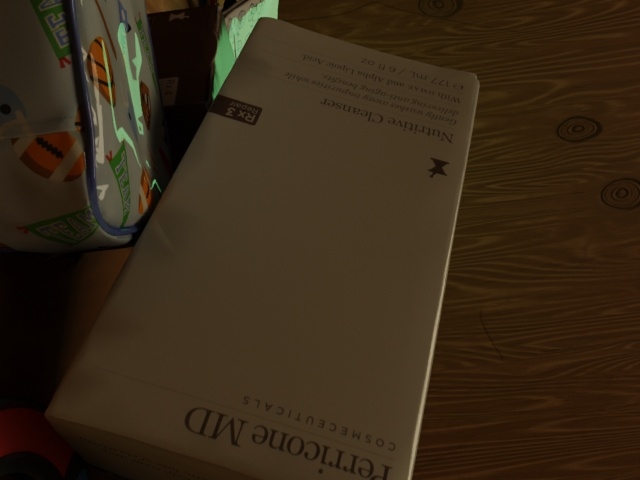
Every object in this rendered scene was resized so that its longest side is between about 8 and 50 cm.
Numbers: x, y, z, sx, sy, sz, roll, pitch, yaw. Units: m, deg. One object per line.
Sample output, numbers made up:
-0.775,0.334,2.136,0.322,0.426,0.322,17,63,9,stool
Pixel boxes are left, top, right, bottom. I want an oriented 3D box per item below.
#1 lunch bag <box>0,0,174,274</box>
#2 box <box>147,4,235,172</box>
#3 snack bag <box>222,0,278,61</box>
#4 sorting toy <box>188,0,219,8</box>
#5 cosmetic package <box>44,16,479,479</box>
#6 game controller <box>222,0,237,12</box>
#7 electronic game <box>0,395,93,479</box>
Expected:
-0.184,-0.128,0.420,0.243,0.115,0.303,-128,-150,-88,lunch bag
-0.148,-0.068,0.740,0.381,0.143,0.191,82,3,-49,box
-0.140,-0.299,1.137,0.323,0.037,0.342,-69,169,-54,snack bag
-0.228,-0.493,1.140,0.274,0.046,0.132,79,5,-59,sorting toy
-0.014,0.015,0.474,0.156,0.217,0.385,103,2,-55,cosmetic package
-0.178,-0.468,1.507,0.319,0.067,0.166,59,9,-70,game controller
-0.177,0.203,0.322,0.229,0.048,0.229,-7,90,-87,electronic game
